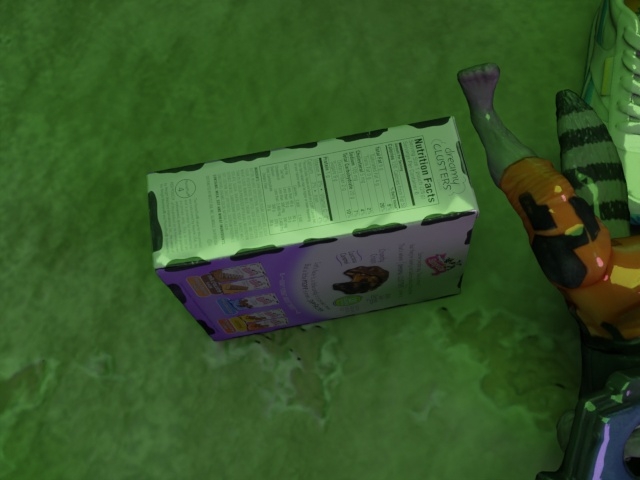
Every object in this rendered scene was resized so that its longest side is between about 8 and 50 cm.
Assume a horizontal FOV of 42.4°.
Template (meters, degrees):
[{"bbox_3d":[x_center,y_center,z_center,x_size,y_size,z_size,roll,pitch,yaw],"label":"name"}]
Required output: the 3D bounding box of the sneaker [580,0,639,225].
[{"bbox_3d":[0.245,-0.122,0.633,0.088,0.092,0.228,4,69,6],"label":"sneaker"}]

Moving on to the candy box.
[{"bbox_3d":[0.000,0.000,0.566,0.196,0.165,0.070,-11,68,1],"label":"candy box"}]

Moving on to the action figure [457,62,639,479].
[{"bbox_3d":[0.252,0.040,0.526,0.342,0.178,0.330,-7,87,-14],"label":"action figure"}]
